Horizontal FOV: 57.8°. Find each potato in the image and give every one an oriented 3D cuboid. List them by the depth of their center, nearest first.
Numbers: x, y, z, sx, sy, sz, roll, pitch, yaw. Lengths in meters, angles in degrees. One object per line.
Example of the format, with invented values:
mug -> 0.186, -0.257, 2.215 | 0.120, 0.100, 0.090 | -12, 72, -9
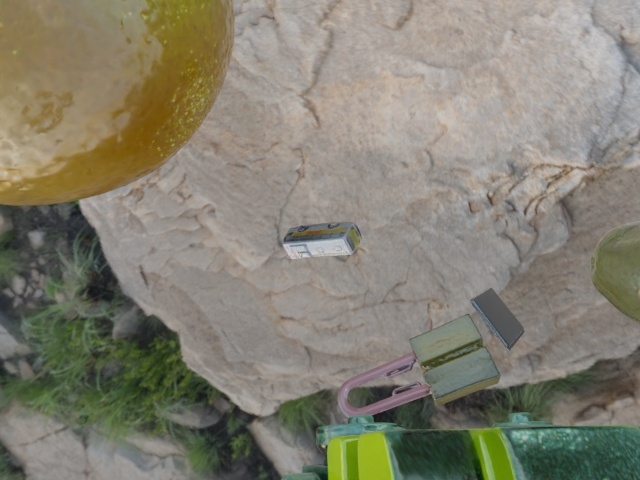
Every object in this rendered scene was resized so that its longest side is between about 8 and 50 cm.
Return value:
potato -> 0.395, 0.031, 0.632 | 0.194, 0.157, 0.157 | 13, 121, 49

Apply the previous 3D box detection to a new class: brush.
brush -> 0.136, 0.202, 0.859 | 0.233, 0.103, 0.047 | -22, 147, 1

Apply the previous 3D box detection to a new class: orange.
orange -> -0.172, -0.134, 0.366 | 0.236, 0.236, 0.236 | 5, 113, 11

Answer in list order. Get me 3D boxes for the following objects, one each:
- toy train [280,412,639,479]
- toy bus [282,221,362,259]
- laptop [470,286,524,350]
toy train -> 0.183, 0.263, 0.592 | 0.442, 0.179, 0.272 | 7, 157, -23
toy bus -> 0.000, 0.000, 1.210 | 0.172, 0.072, 0.057 | -6, 125, 34
laptop -> 0.388, 0.167, 1.263 | 0.016, 0.180, 0.129 | -43, 74, 24
